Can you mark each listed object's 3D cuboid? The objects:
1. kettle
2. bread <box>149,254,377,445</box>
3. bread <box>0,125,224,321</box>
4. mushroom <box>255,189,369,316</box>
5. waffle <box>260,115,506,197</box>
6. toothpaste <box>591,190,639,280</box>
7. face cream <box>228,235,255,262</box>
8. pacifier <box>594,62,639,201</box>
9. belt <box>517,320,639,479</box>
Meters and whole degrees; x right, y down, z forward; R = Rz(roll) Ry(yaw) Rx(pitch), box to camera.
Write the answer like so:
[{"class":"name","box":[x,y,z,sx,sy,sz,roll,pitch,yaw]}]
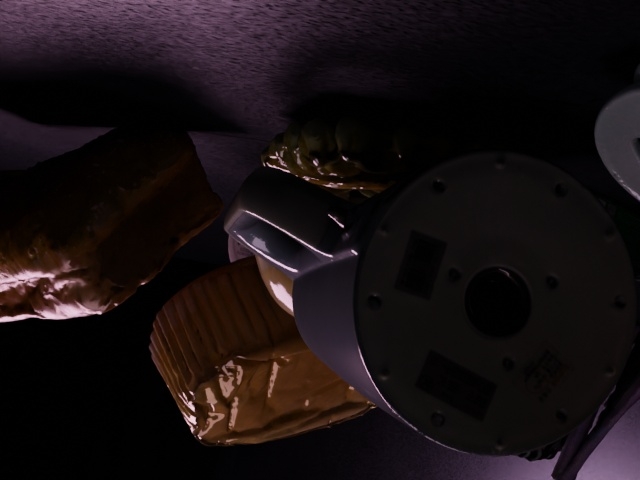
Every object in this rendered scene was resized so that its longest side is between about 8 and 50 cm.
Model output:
[{"class":"kettle","box":[0.038,0.025,0.713,0.210,0.160,0.243,27,171,-13]},{"class":"bread","box":[-0.038,0.100,1.155,0.250,0.179,0.133,-13,-132,-19]},{"class":"bread","box":[-0.254,-0.015,1.008,0.380,0.185,0.109,-7,124,45]},{"class":"mushroom","box":[0.000,0.000,0.953,0.112,0.148,0.148,-21,179,-7]},{"class":"waffle","box":[0.051,-0.050,0.778,0.169,0.036,0.183,9,175,-14]},{"class":"toothpaste","box":[0.226,0.000,0.898,0.037,0.043,0.178,8,175,39]},{"class":"face cream","box":[0.013,0.013,1.268,0.214,0.096,0.096,15,174,-38]},{"class":"pacifier","box":[0.167,-0.016,0.456,0.150,0.116,0.127,12,151,40]},{"class":"belt","box":[0.146,0.058,0.974,0.207,0.160,0.295,24,-172,-11]}]
